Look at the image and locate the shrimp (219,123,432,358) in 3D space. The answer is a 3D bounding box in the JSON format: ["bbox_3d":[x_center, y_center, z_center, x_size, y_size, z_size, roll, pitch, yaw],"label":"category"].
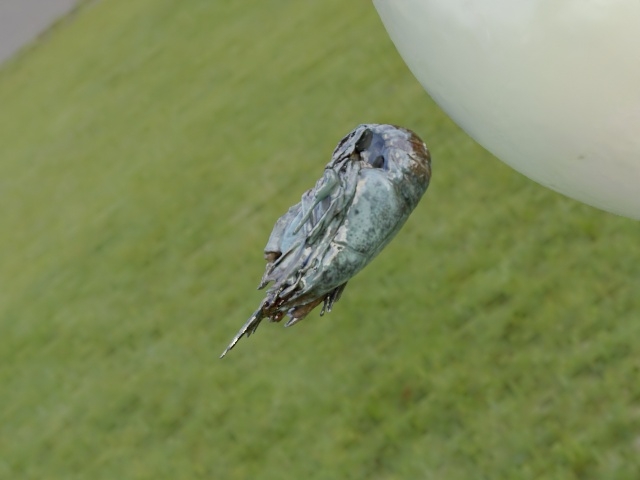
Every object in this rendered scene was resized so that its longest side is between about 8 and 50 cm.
[{"bbox_3d":[0.000,0.000,1.398,0.079,0.090,0.233,29,64,27],"label":"shrimp"}]

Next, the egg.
[{"bbox_3d":[0.178,-0.170,1.152,0.283,0.345,0.283,-32,-12,-7],"label":"egg"}]
